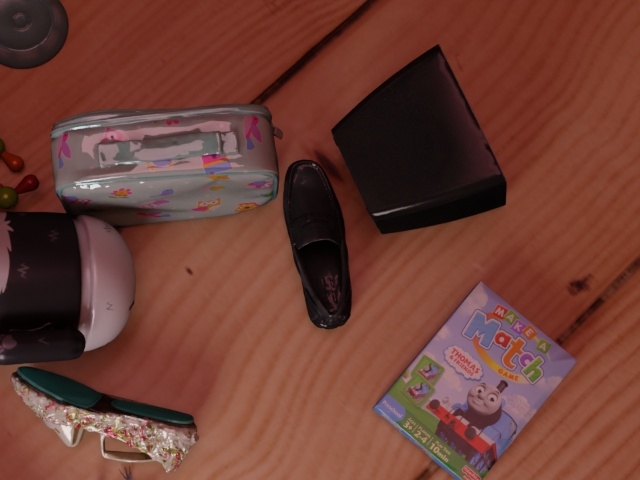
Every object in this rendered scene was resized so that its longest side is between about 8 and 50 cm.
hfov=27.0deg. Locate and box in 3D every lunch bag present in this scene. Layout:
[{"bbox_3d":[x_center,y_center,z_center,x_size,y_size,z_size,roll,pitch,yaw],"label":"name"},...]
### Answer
[{"bbox_3d":[-0.181,-0.097,1.618,0.279,0.224,0.107,-6,77,-4],"label":"lunch bag"}]

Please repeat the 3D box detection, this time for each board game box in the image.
[{"bbox_3d":[0.194,0.181,1.670,0.160,0.039,0.211,40,77,6],"label":"board game box"}]

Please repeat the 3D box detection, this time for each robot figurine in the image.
[{"bbox_3d":[-0.360,0.053,1.582,0.278,0.173,0.209,0,77,-22],"label":"robot figurine"}]

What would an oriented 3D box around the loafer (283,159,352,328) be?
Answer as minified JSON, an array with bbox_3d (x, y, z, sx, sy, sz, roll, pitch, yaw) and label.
[{"bbox_3d":[0.000,0.000,1.680,0.076,0.078,0.223,-9,77,-6],"label":"loafer"}]

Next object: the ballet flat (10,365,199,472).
[{"bbox_3d":[-0.268,0.222,1.613,0.241,0.091,0.077,17,98,4],"label":"ballet flat"}]

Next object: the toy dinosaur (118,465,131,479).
[{"bbox_3d":[-0.237,0.320,1.612,0.082,0.047,0.090,-4,87,14],"label":"toy dinosaur"}]

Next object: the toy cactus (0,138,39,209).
[{"bbox_3d":[-0.479,-0.095,1.672,0.219,0.112,0.180,44,88,-3],"label":"toy cactus"}]

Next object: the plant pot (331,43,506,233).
[{"bbox_3d":[0.118,-0.107,1.671,0.167,0.188,0.187,-25,79,4],"label":"plant pot"}]

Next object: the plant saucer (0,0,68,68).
[{"bbox_3d":[-0.393,-0.285,1.754,0.119,0.021,0.119,1,77,-4],"label":"plant saucer"}]
